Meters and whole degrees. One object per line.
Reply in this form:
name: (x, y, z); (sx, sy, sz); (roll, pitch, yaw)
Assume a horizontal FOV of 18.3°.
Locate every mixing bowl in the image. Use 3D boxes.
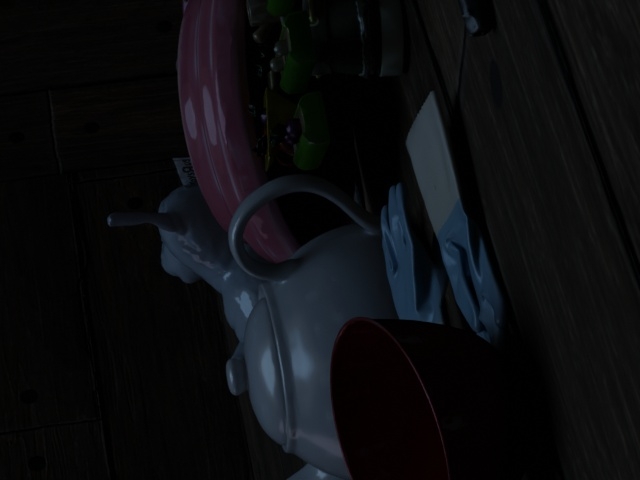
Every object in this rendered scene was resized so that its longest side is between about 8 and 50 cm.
mixing bowl: (0.090, 0.132, 1.435); (0.181, 0.098, 0.181); (46, 143, 51)

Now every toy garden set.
toy garden set: (-0.045, -0.177, 1.686); (0.204, 0.049, 0.244); (119, 141, -79)

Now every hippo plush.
hippo plush: (-0.067, 0.012, 2.416); (0.236, 0.234, 0.294); (49, 179, 15)

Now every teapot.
teapot: (0.008, 0.102, 1.779); (0.252, 0.187, 0.256); (100, 161, -67)

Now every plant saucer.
plant saucer: (-0.054, -0.128, 1.918); (0.332, 0.084, 0.332); (-8, -90, -73)

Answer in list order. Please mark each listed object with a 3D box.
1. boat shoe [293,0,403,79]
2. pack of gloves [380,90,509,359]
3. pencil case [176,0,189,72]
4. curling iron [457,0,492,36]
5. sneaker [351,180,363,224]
boat shoe: (0.003, -0.240, 1.809); (0.305, 0.091, 0.109); (-109, 14, -55)
pack of gloves: (0.108, 0.029, 1.564); (0.195, 0.046, 0.232); (117, 143, -58)
pencil case: (-0.112, -0.382, 2.306); (0.167, 0.160, 0.386); (12, 111, 56)
curling iron: (0.081, -0.274, 1.388); (0.068, 0.035, 0.274); (125, 137, -80)
sneaker: (0.000, 0.000, 2.098); (0.087, 0.092, 0.228); (161, 102, -84)
